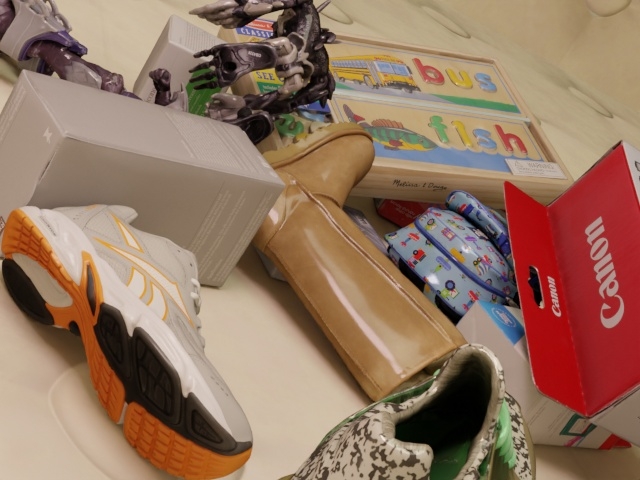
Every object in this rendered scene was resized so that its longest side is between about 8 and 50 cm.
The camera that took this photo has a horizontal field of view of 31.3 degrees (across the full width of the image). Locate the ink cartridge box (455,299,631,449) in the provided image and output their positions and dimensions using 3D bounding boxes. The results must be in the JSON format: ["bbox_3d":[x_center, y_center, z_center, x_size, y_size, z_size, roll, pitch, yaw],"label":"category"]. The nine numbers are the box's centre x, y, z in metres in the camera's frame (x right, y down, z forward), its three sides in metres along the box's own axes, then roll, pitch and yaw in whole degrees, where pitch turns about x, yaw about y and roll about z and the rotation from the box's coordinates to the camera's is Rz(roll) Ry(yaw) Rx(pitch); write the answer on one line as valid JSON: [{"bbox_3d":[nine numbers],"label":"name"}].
[{"bbox_3d":[0.250,0.146,1.208,0.231,0.078,0.134,12,31,-43],"label":"ink cartridge box"}]

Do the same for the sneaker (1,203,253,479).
[{"bbox_3d":[-0.116,0.054,0.823,0.121,0.099,0.262,-19,54,-41],"label":"sneaker"}]

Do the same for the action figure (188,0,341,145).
[{"bbox_3d":[-0.065,-0.188,1.181,0.141,0.164,0.276,-1,23,17],"label":"action figure"}]

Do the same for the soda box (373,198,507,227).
[{"bbox_3d":[0.200,-0.027,1.486,0.263,0.092,0.083,27,25,-16],"label":"soda box"}]

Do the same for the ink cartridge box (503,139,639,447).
[{"bbox_3d":[0.339,0.059,1.177,0.272,0.130,0.309,27,38,-24],"label":"ink cartridge box"}]

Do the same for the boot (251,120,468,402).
[{"bbox_3d":[0.045,0.018,1.126,0.236,0.089,0.269,-26,65,-41],"label":"boot"}]

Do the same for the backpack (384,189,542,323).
[{"bbox_3d":[0.158,0.022,1.252,0.158,0.117,0.173,48,13,32],"label":"backpack"}]

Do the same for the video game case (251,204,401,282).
[{"bbox_3d":[0.000,0.000,1.241,0.201,0.023,0.183,18,27,-36],"label":"video game case"}]

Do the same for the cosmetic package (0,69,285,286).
[{"bbox_3d":[-0.162,-0.046,0.972,0.238,0.127,0.107,15,29,-43],"label":"cosmetic package"}]

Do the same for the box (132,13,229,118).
[{"bbox_3d":[-0.156,-0.184,1.303,0.087,0.101,0.102,26,23,-17],"label":"box"}]

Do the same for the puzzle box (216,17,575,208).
[{"bbox_3d":[0.092,-0.157,1.412,0.409,0.052,0.272,4,43,-27],"label":"puzzle box"}]

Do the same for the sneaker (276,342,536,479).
[{"bbox_3d":[0.097,0.155,0.831,0.158,0.182,0.410,39,22,15],"label":"sneaker"}]

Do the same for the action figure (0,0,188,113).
[{"bbox_3d":[-0.215,-0.149,1.155,0.285,0.099,0.185,40,9,4],"label":"action figure"}]
